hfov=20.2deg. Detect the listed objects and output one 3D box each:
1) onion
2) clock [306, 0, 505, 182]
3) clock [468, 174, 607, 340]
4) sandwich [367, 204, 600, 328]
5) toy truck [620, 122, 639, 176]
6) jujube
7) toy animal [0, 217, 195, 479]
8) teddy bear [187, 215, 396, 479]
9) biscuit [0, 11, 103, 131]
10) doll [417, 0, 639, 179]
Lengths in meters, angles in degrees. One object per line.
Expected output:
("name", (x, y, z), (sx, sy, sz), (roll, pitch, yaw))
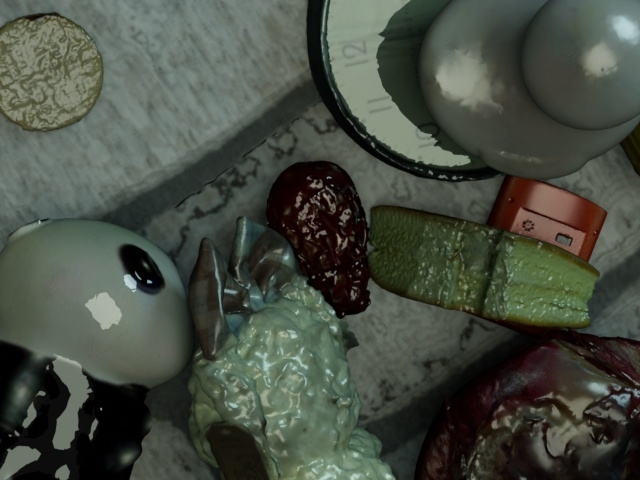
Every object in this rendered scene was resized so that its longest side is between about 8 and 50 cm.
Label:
("onion", (0.228, 0.208, 1.768), (0.314, 0.232, 0.314), (-18, 141, -15))
("clock", (0.141, -0.211, 1.790), (0.312, 0.061, 0.312), (-1, 98, -9))
("clock", (0.218, 0.018, 1.832), (0.113, 0.061, 0.155), (20, 92, -8))
("sandwich", (0.149, 0.027, 1.764), (0.244, 0.088, 0.090), (14, 90, 15))
("toy truck", (0.402, -0.147, 1.761), (0.224, 0.165, 0.147), (-25, 70, -1))
("jujube", (-0.003, -0.001, 1.782), (0.104, 0.104, 0.166), (-9, 109, -7))
("toy animal", (-0.234, 0.113, 1.715), (0.212, 0.212, 0.267), (23, 87, -10))
("teddy bear", (-0.071, 0.226, 1.731), (0.362, 0.327, 0.375), (50, 130, 10))
("biscuit", (-0.271, -0.165, 1.760), (0.120, 0.015, 0.120), (-1, 98, -8))
("doll", (0.214, -0.162, 1.659), (0.251, 0.221, 0.221), (-1, 98, 6))
